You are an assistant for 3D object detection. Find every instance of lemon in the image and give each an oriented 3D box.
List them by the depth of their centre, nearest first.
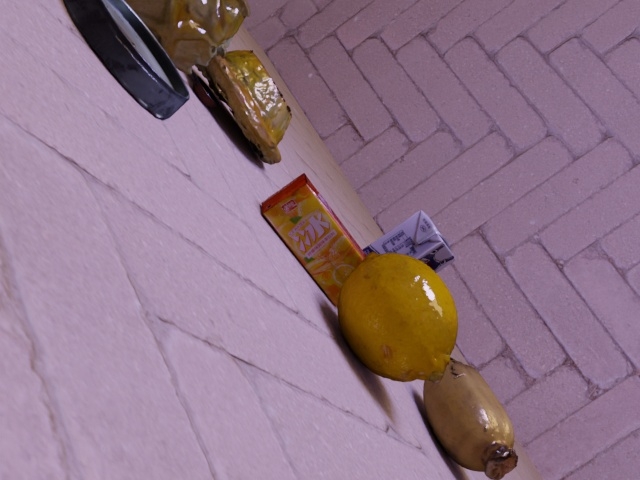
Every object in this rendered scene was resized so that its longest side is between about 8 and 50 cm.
[{"bbox_3d":[0.125,0.123,1.381,0.188,0.188,0.257,44,16,-54],"label":"lemon"}]

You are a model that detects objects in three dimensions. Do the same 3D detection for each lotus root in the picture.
[{"bbox_3d":[0.270,0.331,1.588,0.146,0.131,0.303,25,20,-26],"label":"lotus root"}]

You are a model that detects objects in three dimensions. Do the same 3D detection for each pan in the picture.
[{"bbox_3d":[-0.231,-0.292,1.612,0.068,0.023,0.115,61,7,35],"label":"pan"}]

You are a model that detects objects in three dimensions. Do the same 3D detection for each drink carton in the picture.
[{"bbox_3d":[0.000,0.000,1.489,0.223,0.096,0.071,52,8,-20],"label":"drink carton"},{"bbox_3d":[0.174,0.046,1.882,0.102,0.222,0.134,59,9,30],"label":"drink carton"}]

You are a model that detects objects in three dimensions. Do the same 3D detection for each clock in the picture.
[{"bbox_3d":[-0.270,-0.275,1.212,0.226,0.049,0.226,52,8,-11],"label":"clock"}]

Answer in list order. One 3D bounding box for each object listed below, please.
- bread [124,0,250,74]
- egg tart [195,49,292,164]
[{"bbox_3d":[-0.258,-0.442,1.462,0.196,0.238,0.252,13,-16,37],"label":"bread"},{"bbox_3d":[-0.143,-0.284,1.737,0.288,0.118,0.288,56,-4,7],"label":"egg tart"}]
